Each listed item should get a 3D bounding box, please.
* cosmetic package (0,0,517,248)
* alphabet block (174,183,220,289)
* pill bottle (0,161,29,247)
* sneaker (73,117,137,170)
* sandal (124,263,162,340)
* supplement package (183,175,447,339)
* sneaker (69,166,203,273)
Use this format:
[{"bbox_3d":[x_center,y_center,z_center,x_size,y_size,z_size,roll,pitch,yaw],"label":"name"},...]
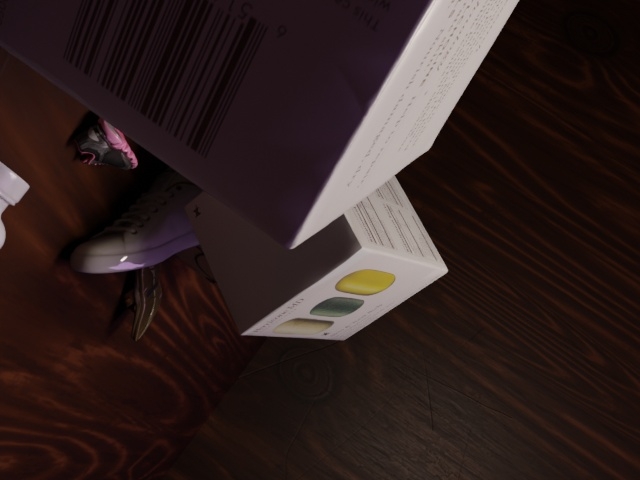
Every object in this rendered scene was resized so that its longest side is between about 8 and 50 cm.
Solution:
[{"bbox_3d":[-0.008,-0.258,0.690,0.328,0.329,0.393,-60,171,26],"label":"cosmetic package"},{"bbox_3d":[-0.125,-0.020,1.359,0.193,0.197,0.192,-52,170,-19],"label":"alphabet block"},{"bbox_3d":[-0.332,0.003,0.658,0.184,0.103,0.103,-54,171,-12],"label":"pill bottle"},{"bbox_3d":[-0.251,-0.105,0.920,0.057,0.047,0.119,-32,167,-6],"label":"sneaker"},{"bbox_3d":[-0.302,0.087,1.325,0.072,0.049,0.180,-53,158,-52],"label":"sandal"},{"bbox_3d":[0.000,0.000,1.062,0.199,0.198,0.262,-36,156,21],"label":"supplement package"},{"bbox_3d":[-0.241,-0.037,1.120,0.290,0.105,0.123,-27,115,-54],"label":"sneaker"}]
